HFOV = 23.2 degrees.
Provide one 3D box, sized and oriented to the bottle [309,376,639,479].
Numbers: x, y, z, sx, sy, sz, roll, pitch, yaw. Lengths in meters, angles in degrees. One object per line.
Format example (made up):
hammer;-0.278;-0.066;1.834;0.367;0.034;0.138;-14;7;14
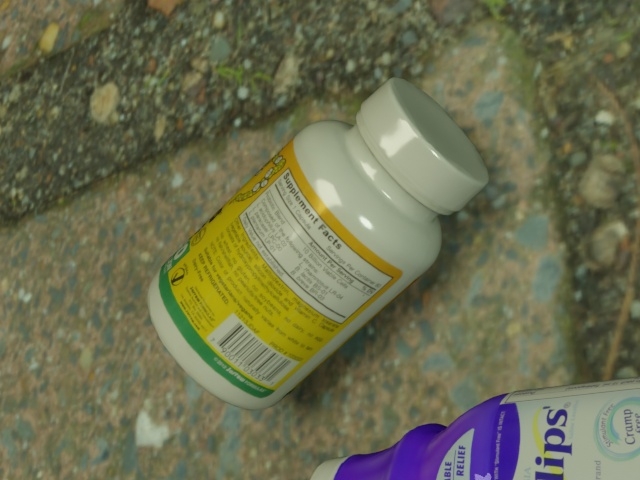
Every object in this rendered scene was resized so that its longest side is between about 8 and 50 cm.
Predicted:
bottle;0.120;0.138;0.833;0.283;0.092;0.118;-11;69;37

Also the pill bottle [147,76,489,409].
pill bottle;0.000;0.000;0.967;0.208;0.118;0.117;-43;52;20
